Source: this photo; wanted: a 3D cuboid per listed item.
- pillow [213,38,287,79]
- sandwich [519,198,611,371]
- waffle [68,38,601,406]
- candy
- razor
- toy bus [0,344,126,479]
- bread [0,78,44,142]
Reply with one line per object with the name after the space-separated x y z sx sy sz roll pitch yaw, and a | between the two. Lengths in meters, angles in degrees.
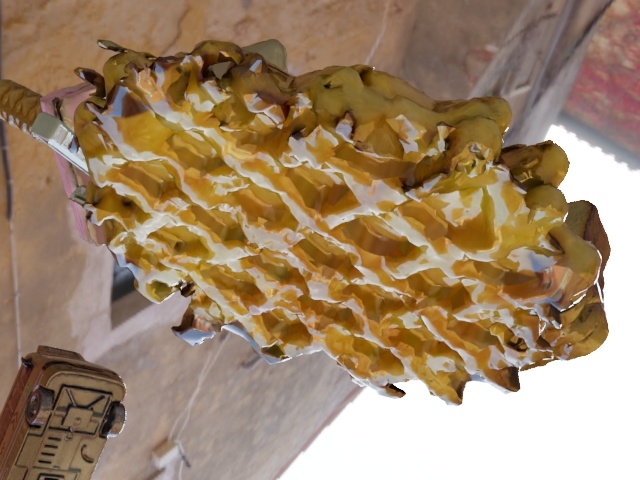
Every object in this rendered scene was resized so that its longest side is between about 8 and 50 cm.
-0.211 -0.268 1.764 0.322 0.119 0.255 -11 -105 25 | pillow
0.206 0.048 0.886 0.186 0.065 0.215 -17 -154 26 | sandwich
0.000 0.000 0.633 0.382 0.380 0.095 14 -120 8 | waffle
-0.354 -0.131 1.419 0.155 0.265 0.115 -21 -161 -26 | candy
-0.294 -0.094 1.067 0.111 0.278 0.056 26 -106 10 | razor
-0.400 0.299 1.226 0.139 0.290 0.157 18 -172 -38 | toy bus
-0.522 -0.225 1.656 0.367 0.084 0.077 28 -176 27 | bread
